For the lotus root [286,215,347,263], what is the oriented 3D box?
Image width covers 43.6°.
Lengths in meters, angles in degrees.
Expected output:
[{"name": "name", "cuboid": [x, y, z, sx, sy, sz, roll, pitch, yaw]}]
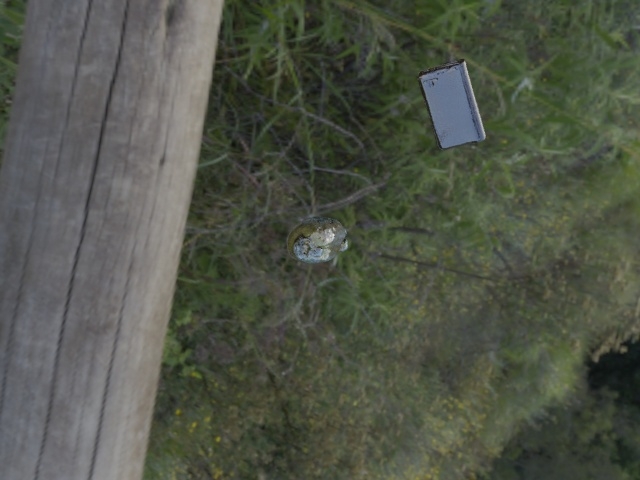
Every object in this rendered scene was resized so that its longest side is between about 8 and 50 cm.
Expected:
[{"name": "lotus root", "cuboid": [-0.001, -0.003, 1.416, 0.165, 0.088, 0.088, -11, 109, -58]}]

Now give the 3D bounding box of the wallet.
[{"name": "wallet", "cuboid": [0.282, -0.289, 1.723, 0.031, 0.110, 0.198, -81, 153, -49]}]
